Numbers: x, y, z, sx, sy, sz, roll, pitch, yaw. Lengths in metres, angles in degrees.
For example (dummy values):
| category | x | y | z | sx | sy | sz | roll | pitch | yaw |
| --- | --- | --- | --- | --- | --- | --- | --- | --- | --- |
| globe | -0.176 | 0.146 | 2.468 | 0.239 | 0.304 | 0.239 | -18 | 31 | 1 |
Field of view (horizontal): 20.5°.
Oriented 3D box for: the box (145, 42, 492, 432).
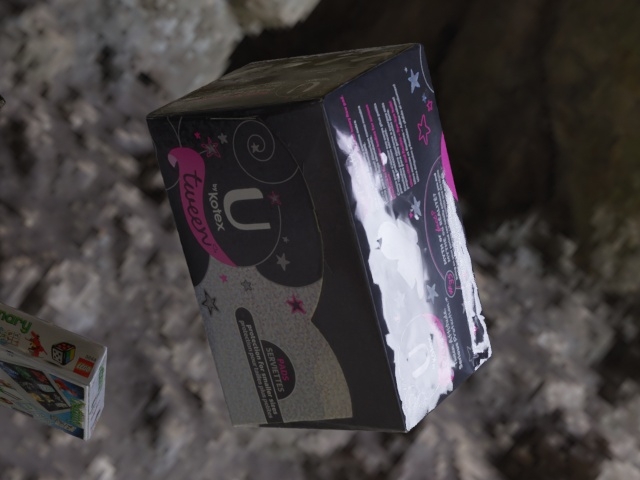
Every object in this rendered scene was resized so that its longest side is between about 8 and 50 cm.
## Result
| category | x | y | z | sx | sy | sz | roll | pitch | yaw |
| --- | --- | --- | --- | --- | --- | --- | --- | --- | --- |
| box | 0.000 | 0.000 | 1.276 | 0.163 | 0.247 | 0.142 | -3 | 18 | 35 |

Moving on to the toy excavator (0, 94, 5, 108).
| category | x | y | z | sx | sy | sz | roll | pitch | yaw |
| --- | --- | --- | --- | --- | --- | --- | --- | --- | --- |
| toy excavator | -0.457 | -0.035 | 1.076 | 0.222 | 0.445 | 0.433 | 52 | 3 | -2 |

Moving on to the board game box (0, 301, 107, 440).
| category | x | y | z | sx | sy | sz | roll | pitch | yaw |
| --- | --- | --- | --- | --- | --- | --- | --- | --- | --- |
| board game box | -0.341 | 0.142 | 2.010 | 0.193 | 0.053 | 0.305 | 23 | -19 | -1 |
